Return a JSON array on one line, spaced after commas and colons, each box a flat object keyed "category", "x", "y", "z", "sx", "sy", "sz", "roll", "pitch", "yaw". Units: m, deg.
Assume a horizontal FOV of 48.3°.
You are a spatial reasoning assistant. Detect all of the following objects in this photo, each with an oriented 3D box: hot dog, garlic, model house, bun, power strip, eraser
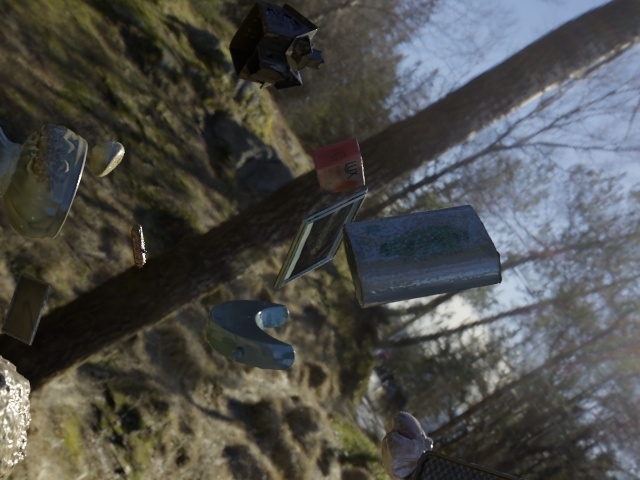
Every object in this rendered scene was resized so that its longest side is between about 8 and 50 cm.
[{"category": "hot dog", "x": -0.492, "y": 0.014, "z": 1.942, "sx": 0.049, "sy": 0.036, "sz": 0.122, "roll": -114, "pitch": -158, "yaw": -71}, {"category": "garlic", "x": 0.198, "y": 0.496, "z": 1.727, "sx": 0.124, "sy": 0.099, "sz": 0.174, "roll": 39, "pitch": 33, "yaw": -21}, {"category": "model house", "x": -0.094, "y": -0.511, "z": 1.987, "sx": 0.243, "sy": 0.211, "sz": 0.205, "roll": 7, "pitch": 56, "yaw": -34}, {"category": "bun", "x": -0.453, "y": -0.177, "z": 1.501, "sx": 0.055, "sy": 0.086, "sz": 0.086, "roll": 40, "pitch": 4, "yaw": -5}, {"category": "power strip", "x": -0.132, "y": 0.173, "z": 1.332, "sx": 0.253, "sy": 0.167, "sz": 0.054, "roll": -103, "pitch": -157, "yaw": -74}, {"category": "eraser", "x": 0.162, "y": 0.023, "z": 1.181, "sx": 0.174, "sy": 0.226, "sz": 0.081, "roll": -105, "pitch": -172, "yaw": -50}]

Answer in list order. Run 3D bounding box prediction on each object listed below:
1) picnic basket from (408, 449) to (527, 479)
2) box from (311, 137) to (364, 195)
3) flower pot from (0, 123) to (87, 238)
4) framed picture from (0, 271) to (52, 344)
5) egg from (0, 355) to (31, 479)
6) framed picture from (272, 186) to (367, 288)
[{"category": "picnic basket", "x": 0.238, "y": 0.438, "z": 1.047, "sx": 0.266, "sy": 0.165, "sz": 0.139, "roll": 13, "pitch": -41, "yaw": 19}, {"category": "box", "x": 0.043, "y": -0.168, "z": 1.656, "sx": 0.156, "sy": 0.111, "sz": 0.060, "roll": 69, "pitch": 5, "yaw": -70}, {"category": "flower pot", "x": -0.763, "y": -0.170, "z": 1.840, "sx": 0.244, "sy": 0.308, "sz": 0.307, "roll": 18, "pitch": 22, "yaw": -27}, {"category": "framed picture", "x": -0.689, "y": 0.158, "z": 1.670, "sx": 0.109, "sy": 0.149, "sz": 0.011, "roll": 16, "pitch": -3, "yaw": 31}, {"category": "egg", "x": -0.588, "y": 0.273, "z": 1.095, "sx": 0.279, "sy": 0.279, "sz": 0.310, "roll": 58, "pitch": -7, "yaw": 30}, {"category": "framed picture", "x": 0.000, "y": 0.000, "z": 1.849, "sx": 0.018, "sy": 0.231, "sz": 0.293, "roll": 48, "pitch": -38, "yaw": 20}]
